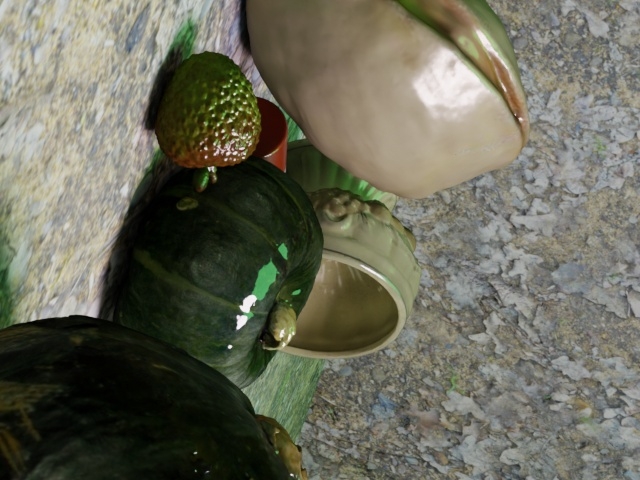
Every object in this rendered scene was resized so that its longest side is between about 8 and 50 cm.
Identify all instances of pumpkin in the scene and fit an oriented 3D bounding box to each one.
[{"bbox_3d":[-0.158,0.266,1.138,0.344,0.454,0.454,-46,172,0],"label":"pumpkin"},{"bbox_3d":[-0.111,0.044,1.637,0.300,0.207,0.300,-54,163,-25],"label":"pumpkin"}]

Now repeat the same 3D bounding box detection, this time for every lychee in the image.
[{"bbox_3d":[-0.119,-0.124,1.469,0.114,0.114,0.147,-50,143,-66],"label":"lychee"}]

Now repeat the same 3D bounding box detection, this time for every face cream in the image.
[{"bbox_3d":[-0.092,-0.088,1.799,0.214,0.095,0.096,98,17,-62],"label":"face cream"}]

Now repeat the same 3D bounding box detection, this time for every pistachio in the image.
[{"bbox_3d":[0.083,-0.220,1.710,0.281,0.365,0.445,-58,143,-13],"label":"pistachio"}]

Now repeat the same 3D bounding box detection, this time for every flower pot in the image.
[{"bbox_3d":[0.000,0.000,2.055,0.307,0.307,0.244,102,-3,-54],"label":"flower pot"}]
